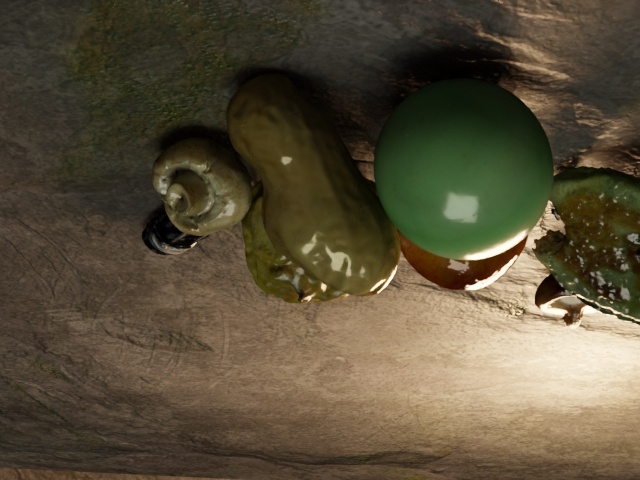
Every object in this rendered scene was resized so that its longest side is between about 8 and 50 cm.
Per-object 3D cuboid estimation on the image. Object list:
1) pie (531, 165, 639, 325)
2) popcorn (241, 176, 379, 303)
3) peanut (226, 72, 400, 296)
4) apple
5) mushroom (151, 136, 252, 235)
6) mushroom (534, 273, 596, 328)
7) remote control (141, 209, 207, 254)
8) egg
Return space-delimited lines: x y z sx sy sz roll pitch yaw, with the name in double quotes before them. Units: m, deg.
"pie" 0.438 0.013 1.805 0.302 0.067 0.302 24 140 22
"popcorn" 0.000 0.000 1.815 0.233 0.192 0.266 12 153 -22
"peanut" -0.015 -0.060 1.621 0.147 0.147 0.319 -22 108 40
"apple" 0.207 -0.008 1.856 0.195 0.160 0.173 1 176 -4
"mushroom" -0.163 -0.074 1.748 0.148 0.148 0.112 -21 -174 39
"mushroom" 0.419 0.093 2.114 0.127 0.087 0.127 -1 158 0
"remote control" -0.192 -0.026 1.918 0.090 0.066 0.266 21 149 -25
"egg" 0.179 -0.085 1.591 0.220 0.220 0.269 -4 161 11
